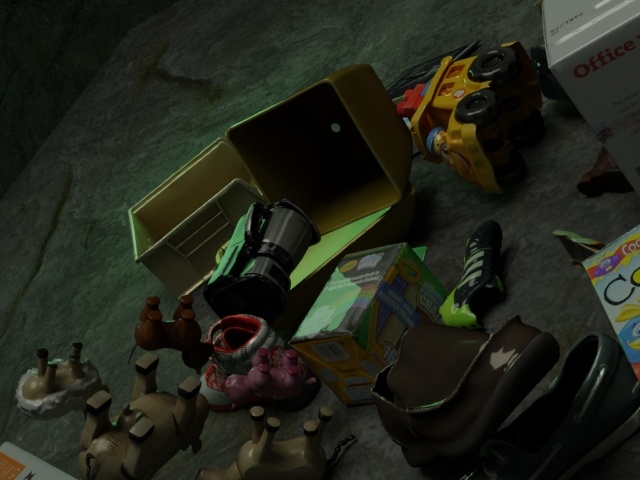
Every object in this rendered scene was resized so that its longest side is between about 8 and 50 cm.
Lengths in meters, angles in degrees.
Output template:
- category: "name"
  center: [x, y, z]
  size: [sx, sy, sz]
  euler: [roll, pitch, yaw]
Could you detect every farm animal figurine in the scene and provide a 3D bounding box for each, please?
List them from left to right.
- category: "farm animal figurine"
  center: [-0.177, 0.240, 1.632]
  size: [0.326, 0.172, 0.330]
  euler: [-21, 46, -38]

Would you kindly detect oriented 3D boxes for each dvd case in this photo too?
- category: "dvd case"
  center: [0.179, -0.290, 2.320]
  size: [0.164, 0.018, 0.221]
  euler: [-43, 15, -32]

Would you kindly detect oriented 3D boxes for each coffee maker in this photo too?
- category: "coffee maker"
  center: [-0.096, 0.049, 1.901]
  size: [0.171, 0.120, 0.178]
  euler: [-51, 10, 43]

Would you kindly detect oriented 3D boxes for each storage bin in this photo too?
- category: "storage bin"
  center: [-0.222, -0.050, 2.424]
  size: [0.260, 0.123, 0.262]
  euler: [-39, 23, 5]

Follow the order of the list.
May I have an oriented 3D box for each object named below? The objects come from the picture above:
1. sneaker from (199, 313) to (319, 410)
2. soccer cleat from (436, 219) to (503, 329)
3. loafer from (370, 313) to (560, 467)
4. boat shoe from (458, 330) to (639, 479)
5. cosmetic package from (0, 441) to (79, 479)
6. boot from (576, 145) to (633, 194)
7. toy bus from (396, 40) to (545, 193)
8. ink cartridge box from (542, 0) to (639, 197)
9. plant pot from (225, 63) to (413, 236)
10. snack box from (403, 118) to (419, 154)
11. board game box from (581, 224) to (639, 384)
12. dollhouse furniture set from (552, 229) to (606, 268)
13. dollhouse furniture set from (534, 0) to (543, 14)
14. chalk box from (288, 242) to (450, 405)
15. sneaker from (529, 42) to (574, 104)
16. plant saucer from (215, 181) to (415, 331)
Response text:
- category: "sneaker"
  center: [-0.127, 0.173, 1.860]
  size: [0.270, 0.145, 0.090]
  euler: [-6, 41, 53]
- category: "soccer cleat"
  center: [0.216, 0.048, 1.685]
  size: [0.072, 0.060, 0.179]
  euler: [-3, 49, 41]
- category: "loafer"
  center: [0.128, 0.153, 1.358]
  size: [0.134, 0.130, 0.366]
  euler: [-43, -4, -26]
- category: "boat shoe"
  center: [0.205, 0.220, 1.333]
  size: [0.319, 0.099, 0.116]
  euler: [-41, 25, 2]
- category: "cosmetic package"
  center: [-0.385, 0.446, 1.753]
  size: [0.230, 0.161, 0.453]
  euler: [-50, 26, -21]
- category: "boot"
  center: [0.404, -0.112, 1.702]
  size: [0.106, 0.037, 0.114]
  euler: [-5, 37, 50]
- category: "toy bus"
  center: [0.207, -0.180, 1.911]
  size: [0.211, 0.149, 0.220]
  euler: [0, 44, 31]
- category: "ink cartridge box"
  center: [0.420, -0.200, 1.531]
  size: [0.198, 0.270, 0.197]
  euler: [-29, 26, 24]
- category: "plant pot"
  center: [0.022, -0.153, 1.960]
  size: [0.212, 0.212, 0.187]
  euler: [-23, 16, 34]
- category: "snack box"
  center: [0.171, -0.203, 2.205]
  size: [0.100, 0.037, 0.141]
  euler: [-28, 25, 22]
- category: "board game box"
  center: [0.377, 0.096, 1.237]
  size: [0.142, 0.144, 0.275]
  euler: [-35, 23, 15]
- category: "dollhouse furniture set"
  center: [0.328, 0.026, 1.422]
  size: [0.058, 0.152, 0.076]
  euler: [-47, 40, -10]
- category: "dollhouse furniture set"
  center: [0.421, -0.605, 2.330]
  size: [0.152, 0.201, 0.374]
  euler: [-27, 26, 28]
- category: "chalk box"
  center: [0.084, 0.096, 1.699]
  size: [0.132, 0.132, 0.213]
  euler: [-13, 34, 48]
- category: "sneaker"
  center: [0.411, -0.246, 1.825]
  size: [0.131, 0.112, 0.319]
  euler: [-19, 24, -6]
- category: "plant saucer"
  center: [0.000, 0.000, 2.056]
  size: [0.333, 0.081, 0.333]
  euler: [-39, 24, 3]
